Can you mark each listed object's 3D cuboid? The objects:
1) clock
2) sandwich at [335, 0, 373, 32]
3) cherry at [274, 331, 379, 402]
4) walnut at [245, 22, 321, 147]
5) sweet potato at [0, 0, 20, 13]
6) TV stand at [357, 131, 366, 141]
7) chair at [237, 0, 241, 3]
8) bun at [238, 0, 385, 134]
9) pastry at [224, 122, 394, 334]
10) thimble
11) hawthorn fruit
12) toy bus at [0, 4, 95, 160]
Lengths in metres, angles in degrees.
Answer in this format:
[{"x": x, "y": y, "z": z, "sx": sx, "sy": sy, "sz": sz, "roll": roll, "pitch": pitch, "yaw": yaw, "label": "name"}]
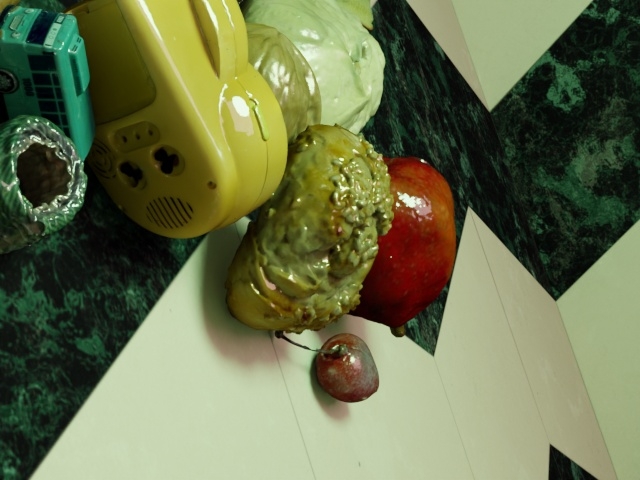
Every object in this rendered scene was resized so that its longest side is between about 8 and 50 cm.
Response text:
[{"x": -0.183, "y": -0.154, "z": 1.193, "sx": 0.200, "sy": 0.244, "sz": 0.317, "roll": -39, "pitch": 113, "yaw": -47, "label": "clock"}, {"x": 0.038, "y": -0.490, "z": 2.124, "sx": 0.258, "sy": 0.096, "sz": 0.094, "roll": -1, "pitch": 78, "yaw": -67, "label": "sandwich"}, {"x": 0.013, "y": 0.171, "z": 1.540, "sx": 0.225, "sy": 0.090, "sz": 0.107, "roll": 45, "pitch": 44, "yaw": -28, "label": "cherry"}, {"x": -0.104, "y": -0.192, "z": 1.394, "sx": 0.228, "sy": 0.228, "sz": 0.228, "roll": 47, "pitch": 32, "yaw": -42, "label": "walnut"}, {"x": -0.362, "y": -0.277, "z": 1.107, "sx": 0.067, "sy": 0.059, "sz": 0.281, "roll": 39, "pitch": 35, "yaw": -30, "label": "sweet potato"}, {"x": 0.043, "y": -0.262, "z": 2.016, "sx": 0.249, "sy": 0.036, "sz": 0.042, "roll": 59, "pitch": 24, "yaw": -23, "label": "TV stand"}, {"x": -0.176, "y": -0.453, "z": 1.597, "sx": 0.175, "sy": 0.183, "sz": 0.326, "roll": 57, "pitch": -19, "yaw": -25, "label": "chair"}, {"x": -0.013, "y": -0.284, "z": 1.688, "sx": 0.361, "sy": 0.213, "sz": 0.361, "roll": 48, "pitch": 33, "yaw": -45, "label": "bun"}, {"x": 0.000, "y": 0.000, "z": 1.381, "sx": 0.162, "sy": 0.310, "sz": 0.255, "roll": 29, "pitch": 9, "yaw": 17, "label": "pastry"}, {"x": -0.307, "y": -0.058, "z": 1.011, "sx": 0.118, "sy": 0.090, "sz": 0.135, "roll": 55, "pitch": 29, "yaw": -25, "label": "thimble"}, {"x": 0.092, "y": 0.017, "z": 1.640, "sx": 0.265, "sy": 0.265, "sz": 0.307, "roll": -56, "pitch": 140, "yaw": -62, "label": "hawthorn fruit"}, {"x": -0.291, "y": -0.163, "z": 1.060, "sx": 0.079, "sy": 0.092, "sz": 0.160, "roll": -85, "pitch": 176, "yaw": -48, "label": "toy bus"}]
